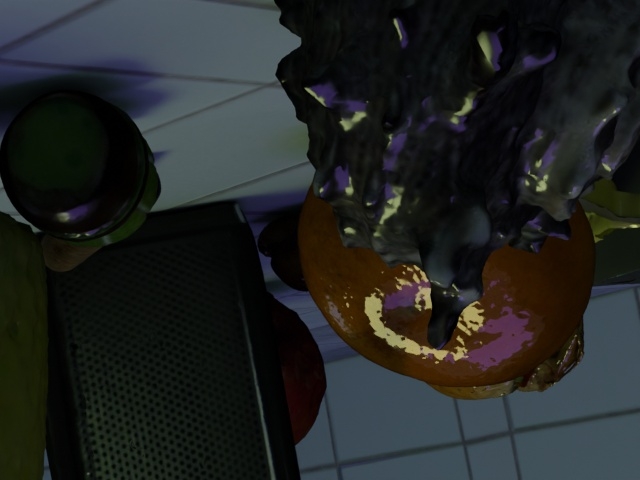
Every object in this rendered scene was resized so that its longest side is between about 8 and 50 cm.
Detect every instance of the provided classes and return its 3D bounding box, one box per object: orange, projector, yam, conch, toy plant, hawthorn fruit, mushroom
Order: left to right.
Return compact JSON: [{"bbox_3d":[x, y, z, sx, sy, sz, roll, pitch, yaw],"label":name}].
[{"bbox_3d":[-0.152,-0.043,1.092,0.093,0.093,0.162,-11,172,3],"label":"toy plant"},{"bbox_3d":[-0.186,-0.017,1.401,0.046,0.046,0.264,-7,171,-23],"label":"yam"},{"bbox_3d":[-0.150,0.202,1.697,0.242,0.405,0.395,-10,172,-5],"label":"projector"},{"bbox_3d":[-0.095,0.168,2.253,0.210,0.230,0.266,-17,160,-15],"label":"hawthorn fruit"},{"bbox_3d":[0.000,0.000,1.709,0.127,0.087,0.127,-33,178,-1],"label":"mushroom"},{"bbox_3d":[0.101,0.004,1.345,0.240,0.240,0.171,-14,-151,21],"label":"orange"},{"bbox_3d":[0.100,-0.080,0.926,0.240,0.186,0.313,-39,148,7],"label":"conch"}]

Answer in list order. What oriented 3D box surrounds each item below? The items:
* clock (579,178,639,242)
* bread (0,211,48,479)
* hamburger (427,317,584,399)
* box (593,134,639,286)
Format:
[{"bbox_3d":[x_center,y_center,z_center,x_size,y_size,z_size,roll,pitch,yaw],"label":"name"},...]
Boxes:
[{"bbox_3d":[0.140,-0.041,1.566,0.293,0.071,0.277,-11,162,37],"label":"clock"},{"bbox_3d":[-0.333,0.107,1.028,0.348,0.308,0.348,5,180,0],"label":"bread"},{"bbox_3d":[0.176,0.061,1.808,0.163,0.244,0.244,-5,171,-15],"label":"hamburger"},{"bbox_3d":[0.346,-0.039,1.635,0.163,0.135,0.243,-4,170,-35],"label":"box"}]
